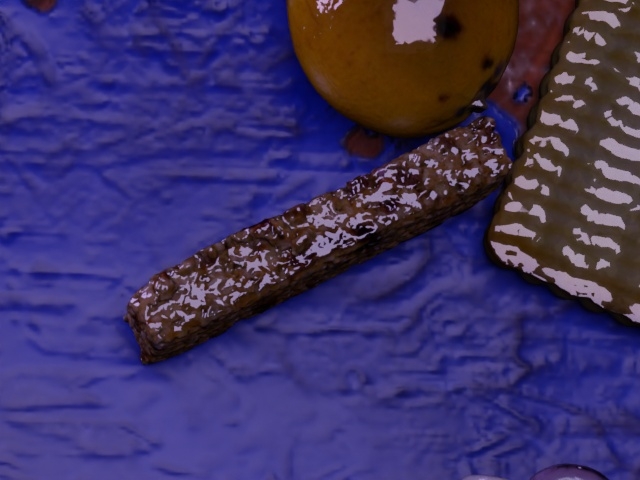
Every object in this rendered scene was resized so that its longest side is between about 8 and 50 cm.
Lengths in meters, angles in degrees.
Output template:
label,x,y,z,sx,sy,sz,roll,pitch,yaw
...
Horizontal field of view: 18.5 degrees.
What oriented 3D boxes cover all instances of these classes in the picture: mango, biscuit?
label,x,y,z,sx,sy,sz,roll,pitch,yaw
mango,0.036,-0.137,0.967,0.115,0.090,0.178,-11,69,-3
biscuit,0.000,0.000,0.937,0.199,0.064,0.034,-26,80,-13
biscuit,0.222,-0.017,0.991,0.254,0.029,0.172,23,73,-1

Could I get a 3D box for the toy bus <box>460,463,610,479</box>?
label,x,y,z,sx,sy,sz,roll,pitch,yaw
toy bus,0.135,0.193,0.869,0.202,0.142,0.142,16,69,-3
